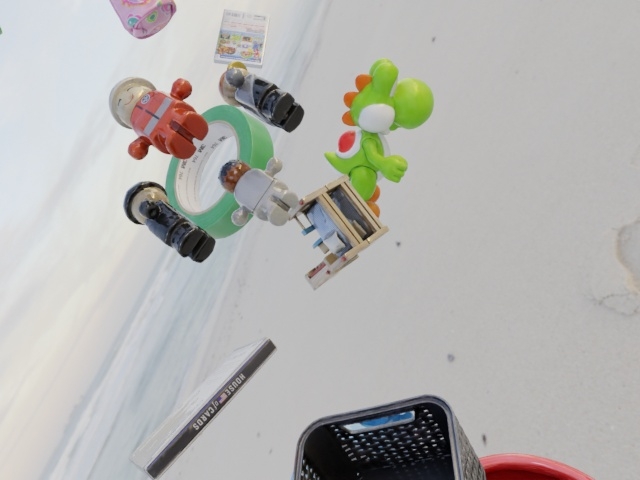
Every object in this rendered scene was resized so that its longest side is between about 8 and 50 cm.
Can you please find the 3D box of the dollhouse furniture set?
[{"bbox_3d":[0.000,0.000,1.001,0.129,0.129,0.183,-32,-8,-42],"label":"dollhouse furniture set"}]

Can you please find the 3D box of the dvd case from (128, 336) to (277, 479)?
[{"bbox_3d":[-0.178,0.246,0.829,0.238,0.030,0.179,-44,5,-29],"label":"dvd case"}]

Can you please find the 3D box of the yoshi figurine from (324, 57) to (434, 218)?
[{"bbox_3d":[0.154,-0.224,1.265,0.203,0.203,0.362,-22,-44,-40],"label":"yoshi figurine"}]

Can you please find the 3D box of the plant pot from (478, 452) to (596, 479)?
[{"bbox_3d":[0.175,0.311,0.459,0.191,0.191,0.174,-90,-13,-61],"label":"plant pot"}]

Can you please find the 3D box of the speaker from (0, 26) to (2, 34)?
[{"bbox_3d":[-0.750,-0.386,0.992,0.296,0.131,0.131,-26,2,-21],"label":"speaker"}]

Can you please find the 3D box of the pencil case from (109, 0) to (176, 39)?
[{"bbox_3d":[-0.416,-0.546,1.099,0.124,0.284,0.124,-37,8,6],"label":"pencil case"}]

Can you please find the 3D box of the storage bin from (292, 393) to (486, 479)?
[{"bbox_3d":[0.049,0.207,0.361,0.122,0.084,0.180,-19,33,18],"label":"storage bin"}]

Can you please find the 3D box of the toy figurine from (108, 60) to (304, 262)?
[{"bbox_3d":[-0.137,-0.103,0.674,0.209,0.148,0.213,-26,-46,-35],"label":"toy figurine"}]

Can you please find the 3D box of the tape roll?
[{"bbox_3d":[-0.252,-0.166,1.345,0.321,0.077,0.322,-14,67,36],"label":"tape roll"}]

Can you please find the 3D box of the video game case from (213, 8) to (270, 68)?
[{"bbox_3d":[-0.142,-0.367,1.003,0.011,0.087,0.122,102,174,-65],"label":"video game case"}]

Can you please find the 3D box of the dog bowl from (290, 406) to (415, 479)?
[{"bbox_3d":[0.051,0.330,0.798,0.297,0.074,0.166,11,-89,-62],"label":"dog bowl"}]
